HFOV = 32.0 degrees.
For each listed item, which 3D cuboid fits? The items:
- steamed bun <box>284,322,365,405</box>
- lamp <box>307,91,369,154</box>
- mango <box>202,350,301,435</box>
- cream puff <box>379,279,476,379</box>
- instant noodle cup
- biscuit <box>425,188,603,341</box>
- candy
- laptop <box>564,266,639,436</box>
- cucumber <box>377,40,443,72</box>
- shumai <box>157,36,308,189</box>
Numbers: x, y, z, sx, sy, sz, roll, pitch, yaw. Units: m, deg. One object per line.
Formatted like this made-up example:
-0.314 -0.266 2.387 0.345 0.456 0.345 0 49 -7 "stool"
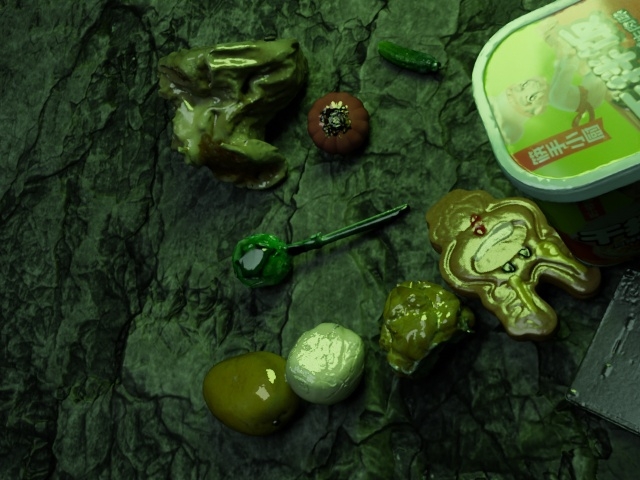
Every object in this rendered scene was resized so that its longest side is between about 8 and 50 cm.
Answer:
0.010 0.198 1.727 0.112 0.091 0.130 24 58 21 "steamed bun"
0.030 -0.197 1.877 0.107 0.092 0.108 0 87 5 "lamp"
-0.113 0.242 1.805 0.195 0.098 0.137 11 81 46 "mango"
0.142 0.124 1.644 0.156 0.121 0.156 -17 63 35 "cream puff"
0.368 -0.123 1.434 0.293 0.308 0.294 -10 62 20 "instant noodle cup"
0.264 0.020 1.616 0.186 0.044 0.295 -42 50 -13 "biscuit"
0.001 0.000 1.842 0.323 0.097 0.097 -19 61 20 "candy"
0.430 0.150 1.482 0.154 0.026 0.207 24 87 41 "laptop"
0.151 -0.301 1.867 0.155 0.037 0.037 28 89 42 "cucumber"
-0.150 -0.222 1.993 0.314 0.267 0.263 -162 65 -67 "shumai"
